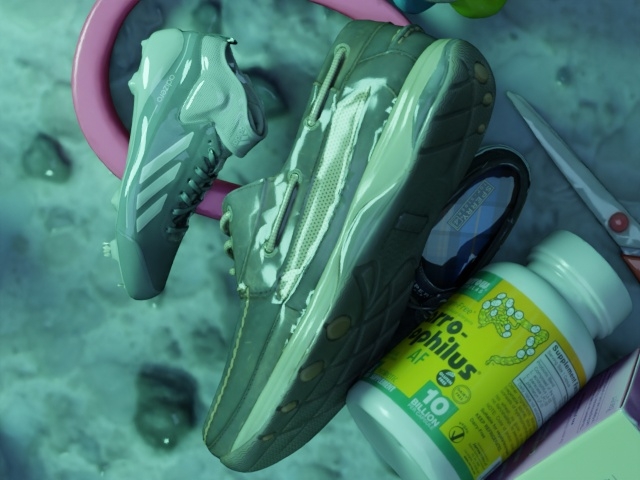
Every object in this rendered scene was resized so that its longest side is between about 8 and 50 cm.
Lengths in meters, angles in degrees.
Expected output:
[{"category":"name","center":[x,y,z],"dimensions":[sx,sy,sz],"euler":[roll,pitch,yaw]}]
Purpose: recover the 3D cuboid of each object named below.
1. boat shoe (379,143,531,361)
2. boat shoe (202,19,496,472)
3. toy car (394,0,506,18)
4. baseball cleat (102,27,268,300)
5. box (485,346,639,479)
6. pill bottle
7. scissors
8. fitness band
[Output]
[{"category":"boat shoe","center":[0.087,0.024,1.402],"dimensions":[0.080,0.076,0.228],"euler":[40,94,-4]},{"category":"boat shoe","center":[0.000,0.000,1.340],"dimensions":[0.130,0.132,0.355],"euler":[30,93,25]},{"category":"toy car","center":[0.081,-0.249,1.352],"dimensions":[0.136,0.159,0.182],"euler":[-11,95,37]},{"category":"baseball cleat","center":[-0.098,-0.052,1.340],"dimensions":[0.109,0.072,0.206],"euler":[7,99,17]},{"category":"box","center":[0.210,0.241,1.365],"dimensions":[0.243,0.117,0.213],"euler":[-39,95,26]},{"category":"pill bottle","center":[0.130,0.090,1.351],"dimensions":[0.208,0.117,0.117],"euler":[-41,95,-12]},{"category":"scissors","center":[0.241,0.006,1.428],"dimensions":[0.297,0.021,0.109],"euler":[35,97,-6]},{"category":"fitness band","center":[-0.047,-0.115,1.398],"dimensions":[0.291,0.054,0.209],"euler":[16,96,-1]}]
